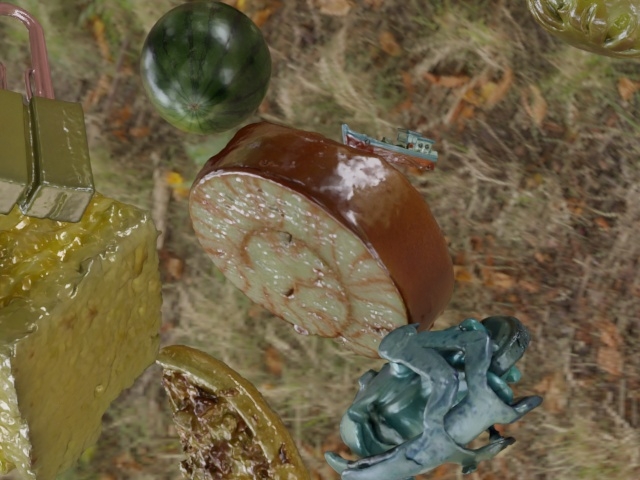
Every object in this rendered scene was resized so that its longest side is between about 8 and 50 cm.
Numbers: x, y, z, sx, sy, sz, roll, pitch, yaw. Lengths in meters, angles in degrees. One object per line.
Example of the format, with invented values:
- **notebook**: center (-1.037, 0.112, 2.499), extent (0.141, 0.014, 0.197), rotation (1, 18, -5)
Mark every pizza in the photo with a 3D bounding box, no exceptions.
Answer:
- **pizza**: center (-0.146, 0.305, 1.891), extent (0.335, 0.086, 0.226), rotation (48, 127, 8)

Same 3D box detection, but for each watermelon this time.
- **watermelon**: center (-0.160, -0.250, 1.785), extent (0.188, 0.188, 0.215), rotation (-24, 35, 24)

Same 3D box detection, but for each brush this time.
- **brush**: center (-0.253, -0.123, 1.065), extent (0.047, 0.103, 0.233), rotation (-50, 41, 40)

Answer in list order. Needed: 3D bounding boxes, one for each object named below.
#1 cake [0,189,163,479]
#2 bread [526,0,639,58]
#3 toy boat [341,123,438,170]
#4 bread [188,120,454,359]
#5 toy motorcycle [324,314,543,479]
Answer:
- **cake**: center (-0.327, 0.061, 1.237), extent (0.286, 0.222, 0.227), rotation (22, 134, 20)
- **bread**: center (0.375, -0.305, 1.704), extent (0.213, 0.213, 0.105), rotation (19, 91, 30)
- **toy boat**: center (0.112, -0.155, 2.055), extent (0.069, 0.173, 0.059), rotation (-152, 73, -70)
- **bread**: center (-0.002, -0.003, 1.505), extent (0.327, 0.295, 0.114), rotation (25, 58, 24)
- **toy motorcycle**: center (0.112, 0.179, 1.380), extent (0.260, 0.206, 0.154), rotation (-29, 112, 39)
